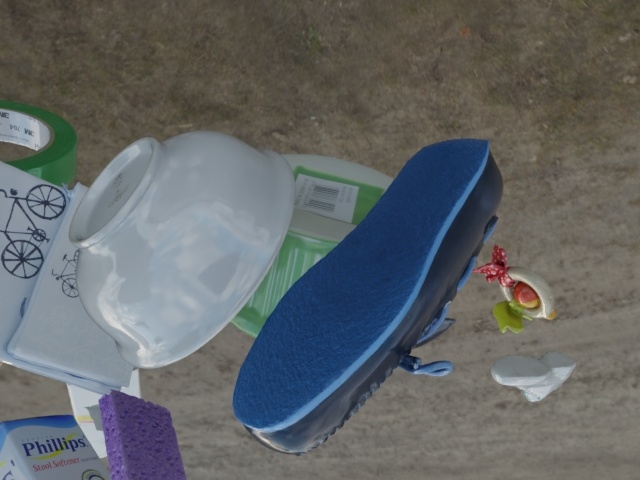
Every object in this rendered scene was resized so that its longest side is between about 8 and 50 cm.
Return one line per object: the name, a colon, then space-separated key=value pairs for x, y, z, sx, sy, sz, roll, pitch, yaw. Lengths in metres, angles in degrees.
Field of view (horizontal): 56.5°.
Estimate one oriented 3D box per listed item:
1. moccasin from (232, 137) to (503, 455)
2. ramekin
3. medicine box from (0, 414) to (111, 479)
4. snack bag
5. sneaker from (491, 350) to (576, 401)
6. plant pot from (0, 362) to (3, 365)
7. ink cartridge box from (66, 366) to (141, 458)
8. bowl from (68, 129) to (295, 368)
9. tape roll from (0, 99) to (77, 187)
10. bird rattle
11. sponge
moccasin: x=0.075 y=0.049 z=0.508 sx=0.138 sy=0.342 sz=0.116 roll=16 pitch=143 yaw=48
ramekin: x=0.000 y=0.000 z=0.805 sx=0.304 sy=0.303 sz=0.148 roll=9 pitch=119 yaw=-4
medicine box: x=-0.442 y=0.464 z=0.902 sx=0.263 sy=0.289 sz=0.149 roll=-48 pitch=157 yaw=6
snack bag: x=-0.417 y=0.037 z=0.905 sx=0.343 sy=0.322 sz=0.037 roll=27 pitch=139 yaw=-28
sneaker: x=0.418 y=0.280 z=1.179 sx=0.212 sy=0.080 sz=0.094 roll=2 pitch=114 yaw=-30
plant pot: x=-0.691 y=0.096 z=1.068 sx=0.291 sy=0.203 sz=0.290 roll=-5 pitch=130 yaw=-6
ink cartridge box: x=-0.441 y=0.263 z=1.196 sx=0.131 sy=0.226 sz=0.306 roll=-12 pitch=139 yaw=-22
bowl: x=-0.180 y=-0.020 z=0.667 sx=0.298 sy=0.297 sz=0.134 roll=-31 pitch=129 yaw=24
tape roll: x=-0.640 y=-0.174 z=1.142 sx=0.322 sy=0.321 sz=0.077 roll=12 pitch=123 yaw=-6
bird rattle: x=0.565 y=0.133 z=1.682 sx=0.207 sy=0.143 sz=0.253 roll=7 pitch=120 yaw=55
sponge: x=-0.236 y=0.308 z=0.816 sx=0.031 sy=0.210 sz=0.117 roll=-41 pitch=136 yaw=9
